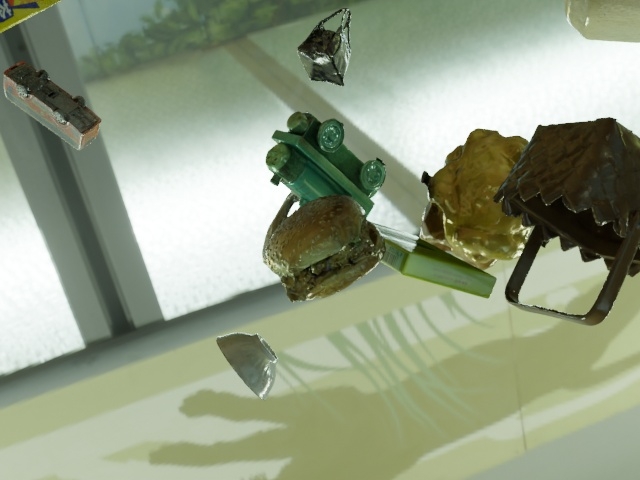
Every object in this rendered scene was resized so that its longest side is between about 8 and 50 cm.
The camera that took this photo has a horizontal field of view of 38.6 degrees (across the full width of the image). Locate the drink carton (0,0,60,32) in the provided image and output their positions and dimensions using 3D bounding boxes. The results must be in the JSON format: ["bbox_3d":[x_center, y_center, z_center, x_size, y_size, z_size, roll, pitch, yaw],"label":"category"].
[{"bbox_3d":[-0.613,-0.404,1.512,0.351,0.155,0.111,-37,-125,-24],"label":"drink carton"}]

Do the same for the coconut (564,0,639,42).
[{"bbox_3d":[0.671,-0.553,1.992,0.265,0.237,0.237,5,-148,16],"label":"coconut"}]

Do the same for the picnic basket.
[{"bbox_3d":[0.444,-0.021,1.541,0.321,0.291,0.254,-64,-156,-6],"label":"picnic basket"}]

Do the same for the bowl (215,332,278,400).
[{"bbox_3d":[-0.156,0.275,2.148,0.086,0.189,0.189,-39,-150,-1],"label":"bowl"}]

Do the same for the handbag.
[{"bbox_3d":[0.027,-0.367,1.679,0.072,0.115,0.139,20,-105,23],"label":"handbag"}]

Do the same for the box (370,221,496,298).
[{"bbox_3d":[0.159,0.021,1.684,0.187,0.047,0.335,15,-172,-24],"label":"box"}]

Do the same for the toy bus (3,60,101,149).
[{"bbox_3d":[-0.495,-0.247,1.678,0.192,0.077,0.065,36,-132,6],"label":"toy bus"}]

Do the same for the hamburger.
[{"bbox_3d":[0.000,0.000,1.515,0.189,0.122,0.215,-27,-157,10],"label":"hamburger"}]

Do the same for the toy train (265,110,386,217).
[{"bbox_3d":[0.007,-0.139,1.932,0.120,0.298,0.194,22,-103,48],"label":"toy train"}]

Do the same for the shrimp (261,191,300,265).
[{"bbox_3d":[-0.076,-0.059,2.569,0.085,0.360,0.247,20,-126,-21],"label":"shrimp"}]

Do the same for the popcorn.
[{"bbox_3d":[0.318,-0.074,1.863,0.281,0.316,0.297,25,-136,-19],"label":"popcorn"}]
